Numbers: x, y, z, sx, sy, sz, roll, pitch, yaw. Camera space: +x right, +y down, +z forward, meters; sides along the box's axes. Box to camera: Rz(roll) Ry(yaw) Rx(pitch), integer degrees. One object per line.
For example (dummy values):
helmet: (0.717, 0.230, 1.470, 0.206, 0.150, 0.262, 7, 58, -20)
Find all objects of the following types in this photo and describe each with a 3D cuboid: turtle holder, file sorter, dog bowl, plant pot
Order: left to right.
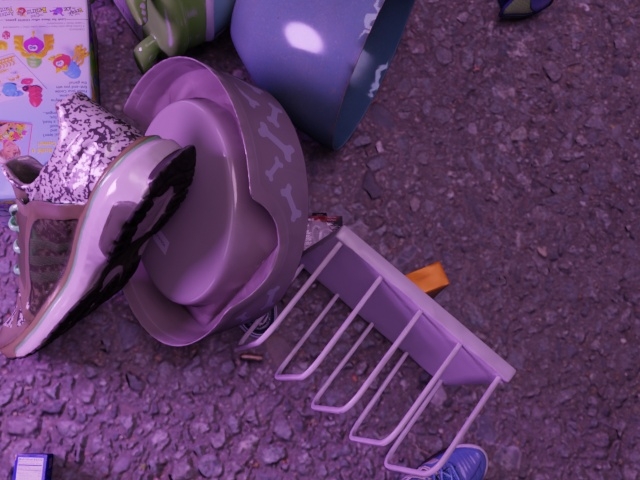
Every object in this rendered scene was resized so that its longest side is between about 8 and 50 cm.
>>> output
turtle holder: (-0.202, -0.406, 1.140, 0.227, 0.320, 0.243, -31, 49, -17)
dog bowl: (-0.144, -0.046, 1.066, 0.102, 0.349, 0.349, -1, 75, -38)
plant pot: (-0.006, -0.293, 1.168, 0.195, 0.290, 0.290, 25, 74, 6)
file sorter: (0.058, 0.149, 1.091, 0.278, 0.193, 0.173, 40, 72, -6)

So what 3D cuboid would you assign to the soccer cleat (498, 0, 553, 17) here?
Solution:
soccer cleat: (0.273, -0.483, 1.347, 0.121, 0.093, 0.289, -21, 80, -6)

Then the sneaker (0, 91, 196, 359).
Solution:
sneaker: (-0.308, -0.018, 1.028, 0.182, 0.410, 0.158, 45, 33, 4)

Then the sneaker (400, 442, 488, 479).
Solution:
sneaker: (0.141, 0.341, 1.138, 0.211, 0.081, 0.080, -31, 82, -16)

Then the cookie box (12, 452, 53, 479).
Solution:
cookie box: (-0.358, 0.318, 1.062, 0.040, 0.092, 0.107, 5, 76, -11)

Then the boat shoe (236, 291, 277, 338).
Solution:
boat shoe: (-0.104, 0.043, 1.168, 0.065, 0.083, 0.183, -18, 80, -12)

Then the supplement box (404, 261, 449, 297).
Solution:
supplement box: (0.134, 0.067, 1.191, 0.062, 0.098, 0.036, -22, 78, -12)

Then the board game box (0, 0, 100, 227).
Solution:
board game box: (-0.369, -0.169, 1.147, 0.144, 0.142, 0.275, -3, 77, -10)

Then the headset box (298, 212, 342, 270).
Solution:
headset box: (0.000, 0.000, 1.221, 0.062, 0.032, 0.083, 0, 76, -9)
